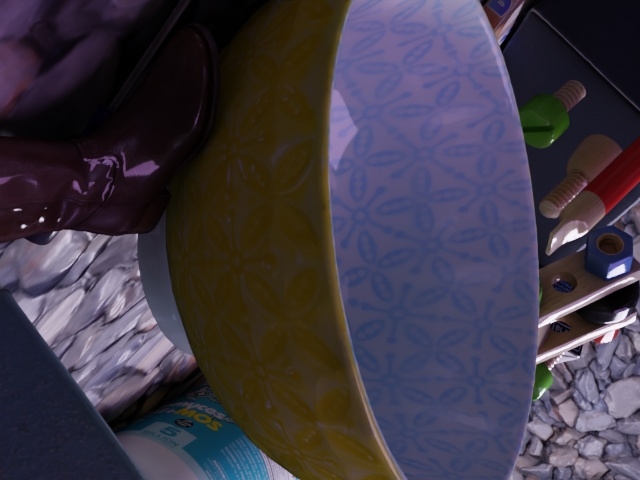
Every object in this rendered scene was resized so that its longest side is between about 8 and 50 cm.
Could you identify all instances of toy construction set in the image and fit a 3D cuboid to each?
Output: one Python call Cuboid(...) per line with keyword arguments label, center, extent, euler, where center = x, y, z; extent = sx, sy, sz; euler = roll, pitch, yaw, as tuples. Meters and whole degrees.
Cuboid(label="toy construction set", center=(0.112, 0.031, 0.910), extent=(0.237, 0.257, 0.309), euler=(-40, 175, -29))

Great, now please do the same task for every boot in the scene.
Cuboid(label="boot", center=(-0.101, -0.041, 0.462), extent=(0.114, 0.037, 0.106), euler=(-4, 125, -47))

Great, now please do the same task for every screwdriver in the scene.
Cuboid(label="screwdriver", center=(-0.086, -0.070, 0.507), extent=(0.170, 0.025, 0.024), euler=(-58, 166, 10))

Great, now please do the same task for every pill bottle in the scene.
Cuboid(label="pill bottle", center=(-0.106, 0.209, 1.016), extent=(0.146, 0.146, 0.264), euler=(-52, 168, 22))

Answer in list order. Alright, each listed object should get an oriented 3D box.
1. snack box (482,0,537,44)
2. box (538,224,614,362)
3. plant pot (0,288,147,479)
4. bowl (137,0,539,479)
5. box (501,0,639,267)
Cuboid(label="snack box", center=(0.170, -0.210, 0.916), extent=(0.178, 0.022, 0.064), euler=(-50, 170, 14))
Cuboid(label="box", center=(0.233, -0.007, 1.262), extent=(0.169, 0.087, 0.290), euler=(-27, -142, 62))
Cuboid(label="plant pot", center=(-0.185, 0.227, 0.536), extent=(0.248, 0.252, 0.247), euler=(-33, 162, -49))
Cuboid(label="bowl", center=(0.000, 0.000, 0.606), extent=(0.156, 0.289, 0.289), euler=(-5, -171, 27))
Cuboid(label="box", center=(0.292, -0.164, 1.072), extent=(0.294, 0.183, 0.296), euler=(-43, 173, -22))
